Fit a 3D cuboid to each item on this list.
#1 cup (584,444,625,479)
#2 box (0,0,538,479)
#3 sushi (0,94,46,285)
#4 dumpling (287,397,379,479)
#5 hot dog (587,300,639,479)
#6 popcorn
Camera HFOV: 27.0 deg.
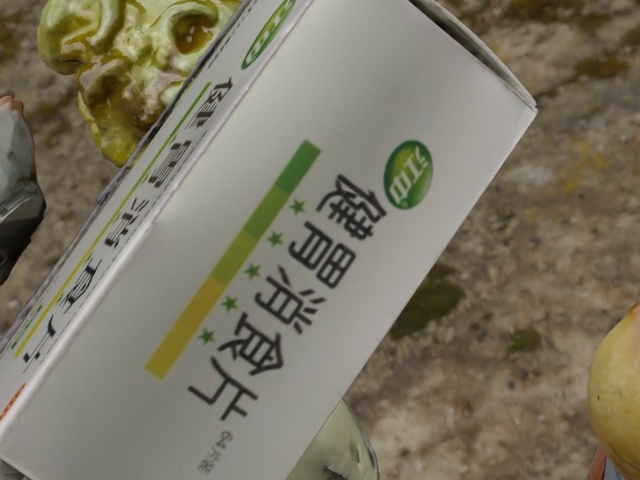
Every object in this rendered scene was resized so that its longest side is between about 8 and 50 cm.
[{"bbox_3d":[0.305,0.214,1.019,0.212,0.317,0.212,4,46,-4],"label":"cup"},{"bbox_3d":[-0.050,0.013,0.746,0.333,0.145,0.173,-55,15,-6],"label":"box"},{"bbox_3d":[-0.279,0.022,0.894,0.130,0.332,0.124,51,40,10],"label":"sushi"},{"bbox_3d":[-0.081,0.216,1.409,0.187,0.318,0.243,-50,0,-44],"label":"dumpling"},{"bbox_3d":[0.249,0.059,0.544,0.256,0.150,0.153,-29,58,4],"label":"hot dog"},{"bbox_3d":[-0.140,-0.162,1.373,0.285,0.174,0.225,0,55,-20],"label":"popcorn"}]
